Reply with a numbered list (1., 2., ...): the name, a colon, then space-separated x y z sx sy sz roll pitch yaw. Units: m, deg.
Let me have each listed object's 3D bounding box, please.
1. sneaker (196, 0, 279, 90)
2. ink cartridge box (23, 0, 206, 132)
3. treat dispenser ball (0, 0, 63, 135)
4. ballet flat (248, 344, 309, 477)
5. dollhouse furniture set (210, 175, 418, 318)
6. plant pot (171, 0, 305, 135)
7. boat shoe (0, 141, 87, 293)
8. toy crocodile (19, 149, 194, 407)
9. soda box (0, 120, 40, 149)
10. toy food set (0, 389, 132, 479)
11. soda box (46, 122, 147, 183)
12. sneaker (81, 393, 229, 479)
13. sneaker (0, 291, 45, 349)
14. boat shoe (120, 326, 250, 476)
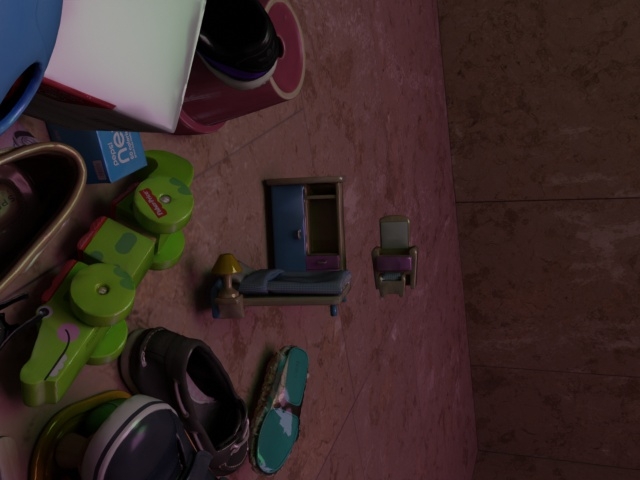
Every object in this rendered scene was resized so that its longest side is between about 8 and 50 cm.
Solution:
1. sneaker: -0.156 -0.283 0.678 0.102 0.293 0.146 -53 -170 -2
2. ink cartridge box: -0.211 -0.170 0.555 0.128 0.176 0.127 16 84 -49
3. treat dispenser ball: -0.288 -0.157 0.341 0.288 0.288 0.288 0 90 -67
4. ballet flat: -0.076 0.289 1.104 0.091 0.077 0.241 38 47 -21
5. dollhouse furniture set: 0.000 0.000 1.020 0.303 0.286 0.198 -30 118 -77
6. plant pot: -0.126 -0.243 0.861 0.201 0.180 0.201 1 90 -67
7. boat shoe: -0.280 0.026 0.414 0.122 0.110 0.341 59 31 -26
8. toy crocodile: -0.230 0.025 0.723 0.341 0.105 0.115 -65 -178 -36
9. soda box: -0.316 -0.027 0.570 0.063 0.058 0.183 57 40 -51
10. toy food set: -0.243 0.245 0.721 0.218 0.071 0.128 -9 98 -66
11. soda box: -0.256 -0.170 0.699 0.071 0.067 0.210 -46 132 -58
12. sneaker: -0.160 0.291 0.725 0.126 0.127 0.321 -51 155 -35
13. sneaker: -0.318 0.106 0.556 0.170 0.089 0.051 -41 97 -19
14. boat shoe: -0.155 0.238 0.896 0.335 0.095 0.112 66 33 -43
